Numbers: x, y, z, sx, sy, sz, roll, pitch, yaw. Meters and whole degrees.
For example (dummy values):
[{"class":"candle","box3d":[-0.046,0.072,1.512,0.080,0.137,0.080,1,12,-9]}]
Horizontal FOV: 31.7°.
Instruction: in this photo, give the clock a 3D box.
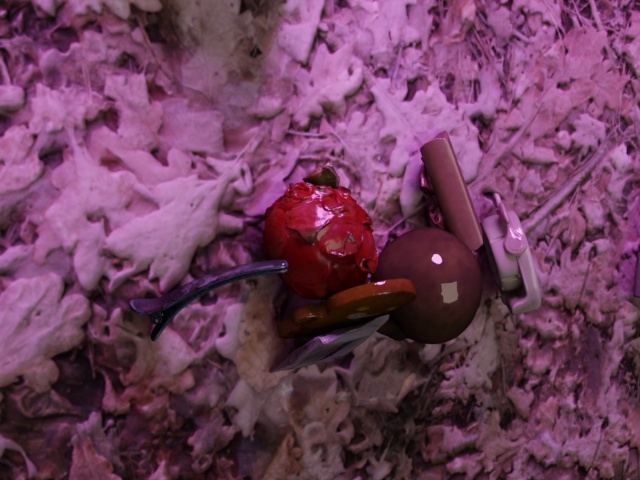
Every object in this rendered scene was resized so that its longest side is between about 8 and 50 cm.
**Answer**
[{"class":"clock","box3d":[0.313,0.019,1.889,0.062,0.151,0.191,-16,106,4]}]

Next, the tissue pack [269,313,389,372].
[{"class":"tissue pack","box3d":[0.012,0.161,1.717,0.123,0.193,0.026,-11,74,-31]}]

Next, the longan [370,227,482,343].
[{"class":"longan","box3d":[0.160,0.080,1.788,0.204,0.184,0.159,-39,156,17]}]

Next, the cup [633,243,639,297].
[{"class":"cup","box3d":[0.704,0.001,2.127,0.258,0.186,0.234,5,91,-62]}]

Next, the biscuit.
[{"class":"biscuit","box3d":[0.042,0.107,1.688,0.180,0.236,0.039,1,68,-41]}]

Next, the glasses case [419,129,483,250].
[{"class":"glasses case","box3d":[0.204,-0.081,1.840,0.070,0.102,0.193,-18,104,12]}]

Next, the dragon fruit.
[{"class":"dragon fruit","box3d":[0.000,0.000,1.669,0.172,0.172,0.209,-28,106,-24]}]

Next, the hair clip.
[{"class":"hair clip","box3d":[-0.156,0.070,1.606,0.230,0.039,0.070,-24,116,9]}]
